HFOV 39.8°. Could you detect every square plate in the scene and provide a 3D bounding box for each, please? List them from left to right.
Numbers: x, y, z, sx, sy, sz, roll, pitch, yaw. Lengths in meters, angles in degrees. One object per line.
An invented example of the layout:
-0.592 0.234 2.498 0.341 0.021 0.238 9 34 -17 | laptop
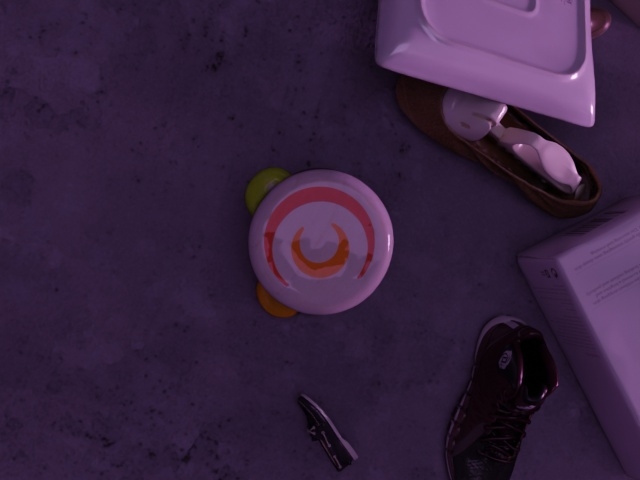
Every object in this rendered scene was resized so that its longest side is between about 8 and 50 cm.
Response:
0.245 -0.355 1.221 0.343 0.049 0.348 12 69 -19 | square plate

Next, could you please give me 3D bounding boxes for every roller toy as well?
0.000 0.000 1.202 0.191 0.146 0.210 -5 96 0 | roller toy

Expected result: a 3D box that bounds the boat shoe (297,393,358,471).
0.003 0.272 1.251 0.038 0.046 0.125 -39 104 -12 | boat shoe

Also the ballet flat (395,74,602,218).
0.265 -0.146 1.258 0.342 0.124 0.116 37 83 -7 | ballet flat

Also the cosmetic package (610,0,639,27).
0.531 -0.415 1.213 0.113 0.309 0.160 39 82 -7 | cosmetic package

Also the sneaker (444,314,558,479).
0.255 0.246 1.232 0.106 0.162 0.282 11 87 -9 | sneaker

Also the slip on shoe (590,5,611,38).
0.375 -0.324 1.320 0.135 0.041 0.052 -6 90 -9 | slip on shoe

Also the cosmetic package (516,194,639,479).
0.478 0.146 1.277 0.217 0.156 0.385 -26 95 -8 | cosmetic package
